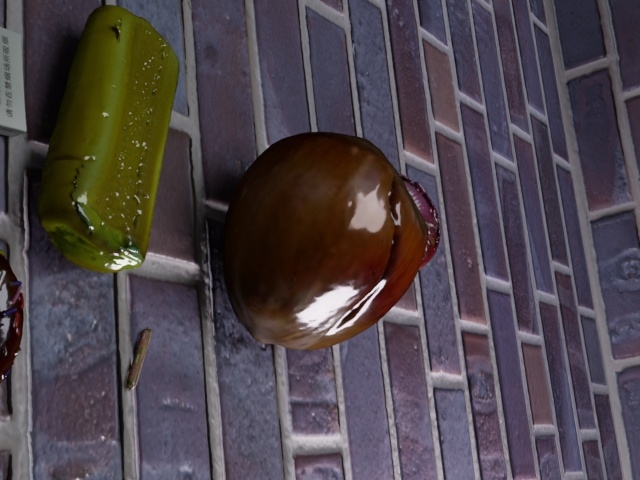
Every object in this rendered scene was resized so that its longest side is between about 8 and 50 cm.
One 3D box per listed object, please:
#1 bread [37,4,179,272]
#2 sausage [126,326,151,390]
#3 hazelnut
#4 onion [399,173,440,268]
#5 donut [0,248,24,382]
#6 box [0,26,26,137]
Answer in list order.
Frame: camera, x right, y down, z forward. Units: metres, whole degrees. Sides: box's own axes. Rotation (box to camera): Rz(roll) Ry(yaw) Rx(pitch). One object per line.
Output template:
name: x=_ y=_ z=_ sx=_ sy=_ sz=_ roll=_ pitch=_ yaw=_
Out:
bread: x=-0.285 y=-0.137 z=1.322 sx=0.166 sy=0.112 sz=0.384 roll=42 pitch=43 yaw=-46
sausage: x=-0.247 y=0.160 z=1.352 sx=0.015 sy=0.015 sz=0.100 roll=47 pitch=42 yaw=-39
hazelnut: x=0.000 y=0.000 z=1.559 sx=0.372 sy=0.315 sz=0.372 roll=-24 pitch=124 yaw=-41
onion: x=0.106 y=-0.024 z=1.892 sx=0.230 sy=0.163 sz=0.230 roll=10 pitch=64 yaw=-22
donut: x=-0.403 y=0.077 z=1.053 sx=0.216 sy=0.096 sz=0.230 roll=-15 pitch=90 yaw=-59
box: x=-0.450 y=-0.210 z=1.159 sx=0.245 sy=0.035 sz=0.139 roll=15 pitch=65 yaw=-56
